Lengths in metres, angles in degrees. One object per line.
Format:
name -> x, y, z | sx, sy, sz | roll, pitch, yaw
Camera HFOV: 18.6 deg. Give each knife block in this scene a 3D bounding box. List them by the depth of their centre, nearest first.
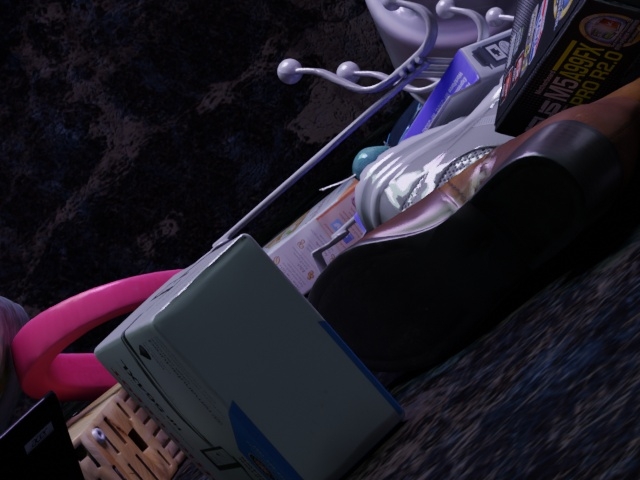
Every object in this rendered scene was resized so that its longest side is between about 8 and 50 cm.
knife block -> -0.231, 0.227, 1.759 | 0.242, 0.088, 0.275 | -39, 5, 18

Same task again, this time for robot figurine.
robot figurine -> 0.161, -0.253, 2.134 | 0.200, 0.299, 0.353 | -1, -19, 13

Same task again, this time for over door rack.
over door rack -> 0.029, -0.086, 1.732 | 0.324, 0.108, 0.239 | -53, -21, 21

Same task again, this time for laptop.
laptop -> -0.292, 0.272, 1.496 | 0.234, 0.136, 0.264 | -43, 5, -40

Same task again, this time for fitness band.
fitness band -> -0.152, 0.090, 1.816 | 0.209, 0.054, 0.291 | -30, -21, 35

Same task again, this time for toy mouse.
toy mouse -> 0.066, -0.067, 2.074 | 0.143, 0.031, 0.161 | 0, 37, 15

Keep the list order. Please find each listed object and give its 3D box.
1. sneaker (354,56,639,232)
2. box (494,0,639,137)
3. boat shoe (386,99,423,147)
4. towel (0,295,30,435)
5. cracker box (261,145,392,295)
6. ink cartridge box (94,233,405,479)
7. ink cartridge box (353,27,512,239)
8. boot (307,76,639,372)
sneaker -> 0.169, -0.068, 1.512 | 0.281, 0.105, 0.115 | -37, 38, -9
box -> 0.202, -0.230, 1.402 | 0.216, 0.060, 0.270 | 119, 165, -66
boat shoe -> 0.183, -0.177, 2.402 | 0.258, 0.109, 0.089 | -56, 8, 14
towel -> -0.363, 0.229, 1.839 | 0.320, 0.090, 0.374 | 154, 134, -83
cracker box -> 0.000, 0.000, 2.221 | 0.232, 0.067, 0.156 | -39, 5, 19
ink cartridge box -> -0.051, 0.088, 1.232 | 0.086, 0.148, 0.203 | -43, 4, -18
ink cartridge box -> 0.111, -0.087, 1.662 | 0.208, 0.045, 0.206 | -26, -25, -48
boot -> 0.139, -0.040, 1.313 | 0.264, 0.096, 0.280 | -46, -4, 40
